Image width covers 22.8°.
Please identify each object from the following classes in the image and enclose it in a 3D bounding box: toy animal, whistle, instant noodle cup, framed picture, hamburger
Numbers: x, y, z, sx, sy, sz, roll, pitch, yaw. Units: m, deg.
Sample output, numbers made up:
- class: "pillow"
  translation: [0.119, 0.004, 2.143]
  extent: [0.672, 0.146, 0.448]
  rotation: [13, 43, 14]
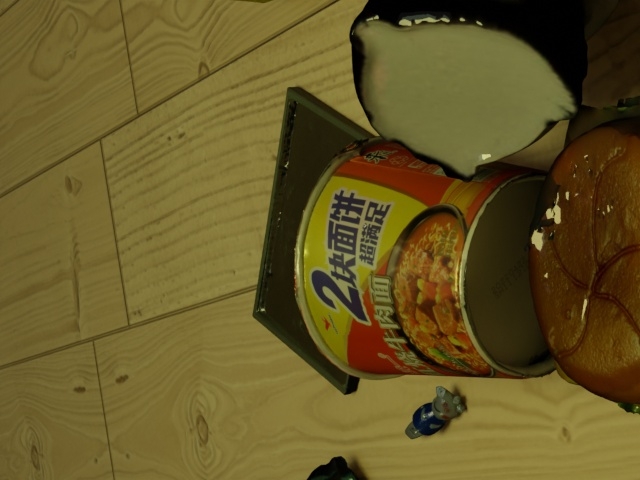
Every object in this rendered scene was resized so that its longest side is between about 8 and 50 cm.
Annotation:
- class: "toy animal"
  translation: [0.130, -0.180, 1.188]
  extent: [0.165, 0.235, 0.187]
  rotation: [42, 138, -17]
- class: "whistle"
  translation: [0.102, 0.160, 1.457]
  extent: [0.033, 0.029, 0.083]
  rotation: [44, 135, 1]
- class: "instant noodle cup"
  translation: [0.111, 0.020, 1.273]
  extent: [0.174, 0.213, 0.213]
  rotation: [6, 100, 50]
- class: "framed picture"
  translation: [0.001, 0.000, 1.605]
  extent: [0.192, 0.018, 0.265]
  rotation: [39, 126, 49]
- class: "hamburger"
  translation: [0.245, 0.013, 1.097]
  extent: [0.262, 0.139, 0.243]
  rotation: [25, 113, 59]

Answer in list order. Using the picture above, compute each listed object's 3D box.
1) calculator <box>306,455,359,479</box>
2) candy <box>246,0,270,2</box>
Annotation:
- class: "calculator"
  translation: [0.020, 0.393, 1.601]
  extent: [0.248, 0.058, 0.274]
  rotation: [60, 142, 35]
- class: "candy"
  translation: [-0.014, -0.316, 1.486]
  extent: [0.276, 0.088, 0.146]
  rotation: [-3, 91, 51]
